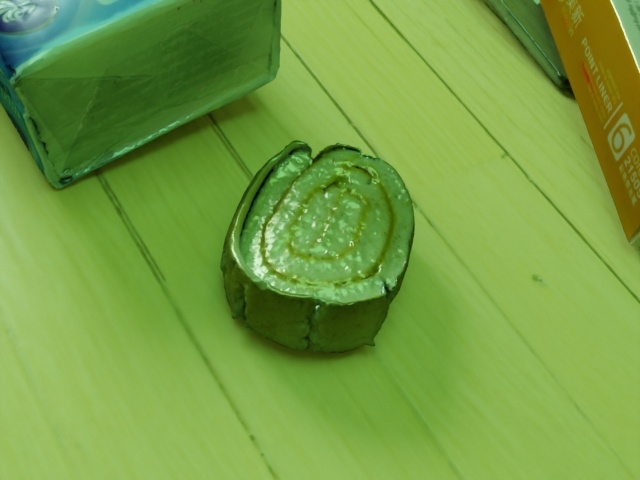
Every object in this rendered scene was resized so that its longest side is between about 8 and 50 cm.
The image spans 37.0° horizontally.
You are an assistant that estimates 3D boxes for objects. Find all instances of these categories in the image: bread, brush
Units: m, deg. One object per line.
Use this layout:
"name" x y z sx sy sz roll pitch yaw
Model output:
"bread" 0.000 0.000 0.632 0.117 0.064 0.156 22 50 1
"brush" 0.147 -0.243 0.866 0.054 0.048 0.282 -25 68 -24

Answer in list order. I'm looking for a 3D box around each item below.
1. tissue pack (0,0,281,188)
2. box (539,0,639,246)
"tissue pack" -0.174 -0.203 0.690 0.198 0.146 0.263 -29 66 -18
"box" 0.317 -0.130 0.762 0.220 0.091 0.274 1 59 -14
